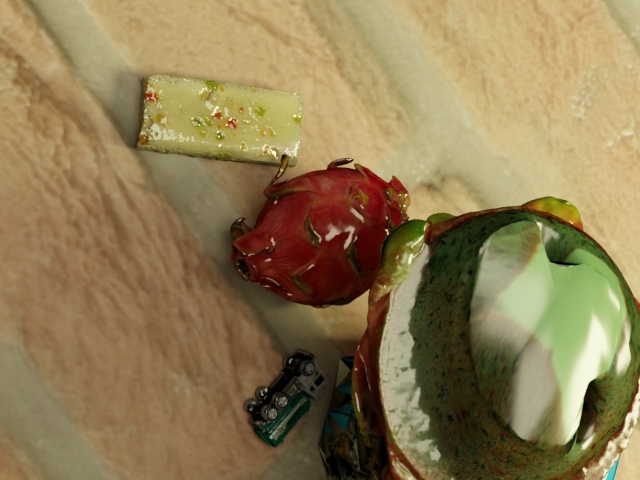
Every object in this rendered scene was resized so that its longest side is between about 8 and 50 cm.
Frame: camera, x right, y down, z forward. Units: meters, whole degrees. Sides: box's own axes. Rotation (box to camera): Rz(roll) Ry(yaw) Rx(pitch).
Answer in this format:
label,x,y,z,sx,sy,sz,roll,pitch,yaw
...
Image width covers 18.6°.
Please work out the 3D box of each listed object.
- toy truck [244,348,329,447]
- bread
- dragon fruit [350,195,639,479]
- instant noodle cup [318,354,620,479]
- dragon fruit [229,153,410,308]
label,x,y,z,sx,sy,sz,roll,pitch,yaw
toy truck,-0.029,0.139,1.718,0.083,0.039,0.044,-49,118,-17
bread,-0.088,-0.106,1.728,0.153,0.028,0.068,7,80,-22
dragon fruit,0.149,0.088,1.555,0.268,0.130,0.295,24,74,-13
instant noodle cup,0.116,0.172,1.690,0.240,0.178,0.240,3,81,-21
dragon fruit,0.000,0.000,1.702,0.166,0.133,0.136,-22,50,-23
